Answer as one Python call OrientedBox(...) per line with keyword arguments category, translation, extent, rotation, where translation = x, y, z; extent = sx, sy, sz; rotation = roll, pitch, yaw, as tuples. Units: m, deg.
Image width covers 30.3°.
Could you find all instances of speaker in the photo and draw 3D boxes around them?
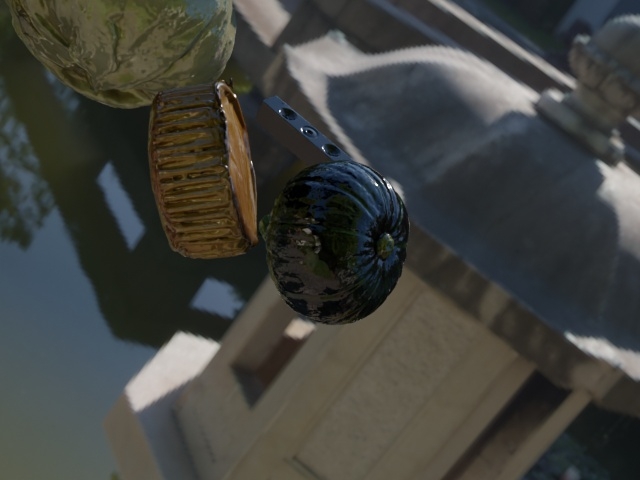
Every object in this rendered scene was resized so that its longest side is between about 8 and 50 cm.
OrientedBox(category="speaker", translation=(-0.026, -0.164, 1.972), extent=(0.191, 0.046, 0.040), rotation=(41, 39, 16))

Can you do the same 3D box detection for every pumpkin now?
OrientedBox(category="pumpkin", translation=(0.000, 0.000, 1.777), extent=(0.248, 0.248, 0.248), rotation=(32, 19, -12))

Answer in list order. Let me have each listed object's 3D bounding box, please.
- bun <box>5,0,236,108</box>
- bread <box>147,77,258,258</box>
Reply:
OrientedBox(category="bun", translation=(-0.299, -0.312, 1.708), extent=(0.365, 0.219, 0.365), rotation=(19, -11, 4))
OrientedBox(category="bread", translation=(-0.133, -0.077, 1.311), extent=(0.104, 0.199, 0.199), rotation=(-8, 21, 4))
